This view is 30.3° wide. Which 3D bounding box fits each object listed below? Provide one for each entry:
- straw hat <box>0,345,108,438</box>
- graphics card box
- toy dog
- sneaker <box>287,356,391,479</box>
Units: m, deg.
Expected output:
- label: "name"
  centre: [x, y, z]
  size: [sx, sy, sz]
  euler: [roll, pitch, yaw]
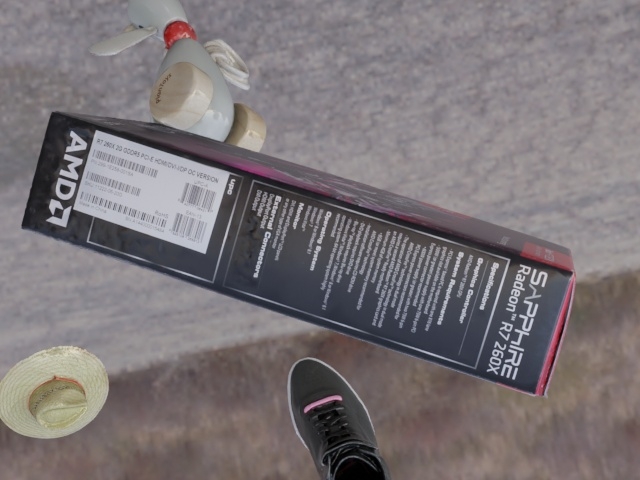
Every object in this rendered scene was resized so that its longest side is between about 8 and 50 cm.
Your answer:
- label: "straw hat"
  centre: [-0.329, 0.207, 1.488]
  size: [0.144, 0.144, 0.061]
  euler: [-5, -156, -24]
- label: "graphics card box"
  centre: [0.000, 0.000, 0.871]
  size: [0.371, 0.094, 0.233]
  euler: [16, -173, 11]
- label: "toy dog"
  centre: [-0.204, -0.196, 1.571]
  size: [0.161, 0.334, 0.220]
  euler: [-41, 117, 12]
- label: "sneaker"
  centre: [0.030, 0.266, 1.582]
  size: [0.104, 0.296, 0.147]
  euler: [-20, 152, -6]
